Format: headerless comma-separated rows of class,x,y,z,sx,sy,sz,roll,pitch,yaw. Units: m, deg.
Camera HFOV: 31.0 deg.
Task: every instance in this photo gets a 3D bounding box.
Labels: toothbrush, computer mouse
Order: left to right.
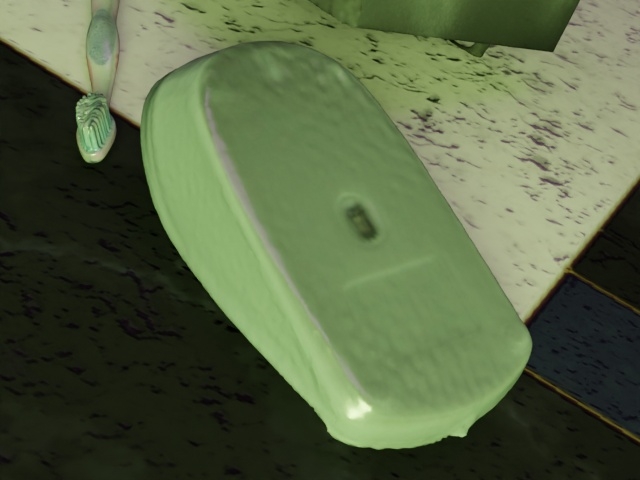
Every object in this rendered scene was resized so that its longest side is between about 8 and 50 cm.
toothbrush,-0.129,-0.126,0.689,0.021,0.027,0.269,0,37,-8
computer mouse,0.000,0.000,0.549,0.128,0.079,0.230,-14,63,-36

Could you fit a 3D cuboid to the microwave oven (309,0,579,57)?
microwave oven,0.009,-0.361,0.783,0.236,0.374,0.432,-6,38,-47
